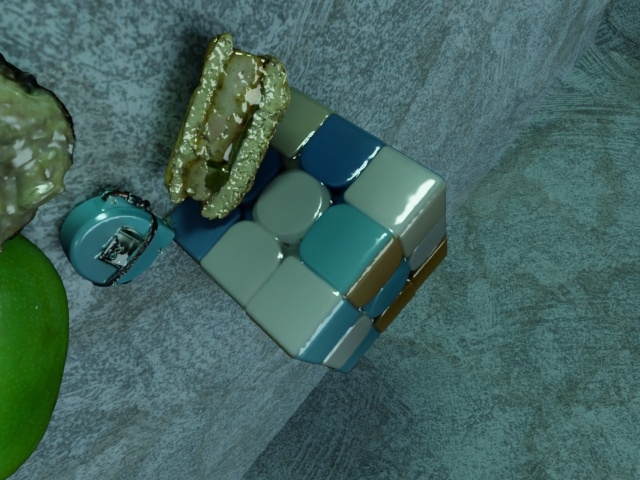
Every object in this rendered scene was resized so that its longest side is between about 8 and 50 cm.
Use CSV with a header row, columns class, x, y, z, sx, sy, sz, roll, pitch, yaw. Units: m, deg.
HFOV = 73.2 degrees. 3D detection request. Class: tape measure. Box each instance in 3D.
class,x,y,z,sx,sy,sz,roll,pitch,yaw
tape measure,-0.297,-0.003,0.621,0.146,0.081,0.125,-51,144,-3

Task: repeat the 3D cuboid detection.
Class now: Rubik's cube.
class,x,y,z,sx,sy,sz,roll,pitch,yaw
Rubik's cube,0.000,0.000,0.810,0.346,0.347,0.344,-50,156,-6

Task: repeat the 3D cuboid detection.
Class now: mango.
class,x,y,z,sx,sy,sz,roll,pitch,yaw
mango,-0.414,0.148,0.487,0.225,0.201,0.382,0,121,-47

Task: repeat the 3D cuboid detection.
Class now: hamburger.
class,x,y,z,sx,sy,sz,roll,pitch,yaw
hamburger,-0.139,-0.159,0.626,0.124,0.131,0.262,17,119,-26

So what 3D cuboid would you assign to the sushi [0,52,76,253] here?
class,x,y,z,sx,sy,sz,roll,pitch,yaw
sushi,-0.371,-0.074,0.282,0.350,0.171,0.211,-2,122,-53
